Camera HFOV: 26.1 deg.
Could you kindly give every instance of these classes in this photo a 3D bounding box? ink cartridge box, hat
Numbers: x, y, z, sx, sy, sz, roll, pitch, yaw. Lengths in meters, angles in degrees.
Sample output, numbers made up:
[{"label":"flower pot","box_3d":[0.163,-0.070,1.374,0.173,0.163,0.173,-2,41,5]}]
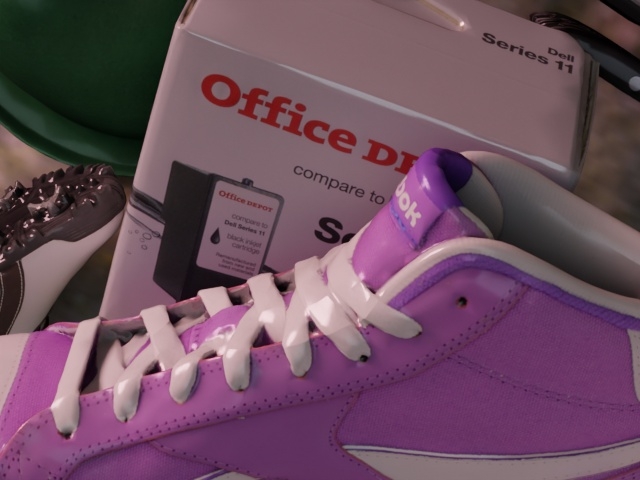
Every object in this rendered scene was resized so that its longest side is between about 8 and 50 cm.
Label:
[{"label":"ink cartridge box","box_3d":[0.000,0.000,0.553,0.153,0.087,0.208,20,129,-1]},{"label":"hat","box_3d":[-0.098,-0.094,0.524,0.209,0.183,0.173,12,104,0]}]

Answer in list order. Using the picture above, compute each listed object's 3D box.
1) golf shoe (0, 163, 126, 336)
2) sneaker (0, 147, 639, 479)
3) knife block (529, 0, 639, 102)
[{"label":"golf shoe","box_3d":[-0.147,0.045,0.625,0.198,0.077,0.094,-38,110,17]},{"label":"sneaker","box_3d":[-0.013,0.031,0.467,0.282,0.102,0.161,3,126,-3]},{"label":"knife block","box_3d":[0.219,-0.100,0.556,0.276,0.088,0.242,-9,105,6]}]
